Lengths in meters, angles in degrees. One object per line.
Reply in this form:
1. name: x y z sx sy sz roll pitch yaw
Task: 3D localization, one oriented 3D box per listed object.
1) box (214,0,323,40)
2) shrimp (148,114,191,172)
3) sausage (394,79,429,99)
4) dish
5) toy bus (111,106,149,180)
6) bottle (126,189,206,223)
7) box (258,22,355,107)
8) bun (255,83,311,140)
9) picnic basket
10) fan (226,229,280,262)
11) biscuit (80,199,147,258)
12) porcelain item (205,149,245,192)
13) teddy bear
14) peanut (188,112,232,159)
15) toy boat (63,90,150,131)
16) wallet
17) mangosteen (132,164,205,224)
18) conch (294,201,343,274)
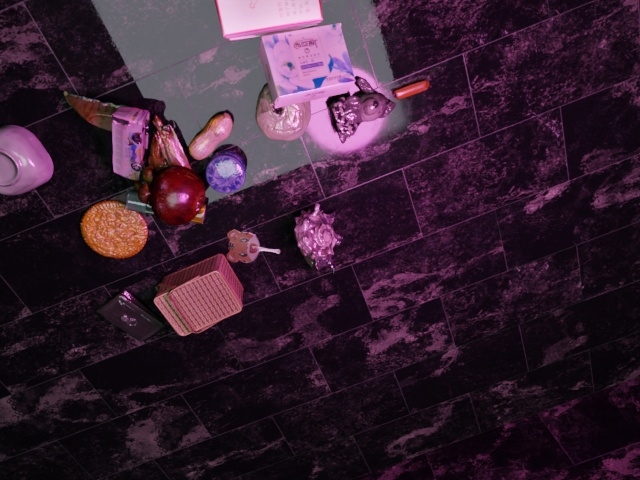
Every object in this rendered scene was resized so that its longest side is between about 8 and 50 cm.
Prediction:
1. box: -0.171 -0.790 1.316 0.313 0.300 0.314 -11 115 -3
2. shrimp: -0.570 -0.317 1.620 0.154 0.062 0.294 -6 117 2
3. sausage: 0.339 -0.562 1.629 0.131 0.041 0.039 -18 111 1
4. dish: -1.101 -0.271 1.542 0.257 0.117 0.256 -3 116 -6
5. toy bus: -0.659 -0.334 1.527 0.113 0.090 0.274 15 137 -12
6. bottle: -0.592 -0.128 1.691 0.286 0.082 0.082 10 113 -12
7. box: -0.046 -0.584 1.468 0.275 0.116 0.202 -16 91 -13
8. bun: -0.132 -0.460 1.580 0.222 0.108 0.221 -3 115 -6
9. picnic basket: -0.502 0.233 1.818 0.313 0.175 0.227 -23 116 4
10. fan: -0.281 0.032 1.844 0.227 0.008 0.152 6 113 -9
11. biscuit: -0.812 -0.039 1.731 0.254 0.035 0.253 -3 115 -7
12. porcelain item: -0.354 -0.258 1.644 0.147 0.114 0.147 -3 116 -7
13. teddy bear: 0.142 -0.488 1.587 0.251 0.144 0.171 -32 100 5
14. peanut: -0.399 -0.377 1.598 0.207 0.087 0.087 -43 112 13
15. toy boat: -0.751 -0.440 1.523 0.293 0.099 0.108 15 138 -14
16. wallet: -0.816 0.335 1.899 0.169 0.052 0.245 -35 116 13
17. mangosteen: -0.542 -0.173 1.562 0.258 0.215 0.215 21 111 -3
18. conch: -0.010 0.006 1.745 0.186 0.240 0.312 2 128 7
